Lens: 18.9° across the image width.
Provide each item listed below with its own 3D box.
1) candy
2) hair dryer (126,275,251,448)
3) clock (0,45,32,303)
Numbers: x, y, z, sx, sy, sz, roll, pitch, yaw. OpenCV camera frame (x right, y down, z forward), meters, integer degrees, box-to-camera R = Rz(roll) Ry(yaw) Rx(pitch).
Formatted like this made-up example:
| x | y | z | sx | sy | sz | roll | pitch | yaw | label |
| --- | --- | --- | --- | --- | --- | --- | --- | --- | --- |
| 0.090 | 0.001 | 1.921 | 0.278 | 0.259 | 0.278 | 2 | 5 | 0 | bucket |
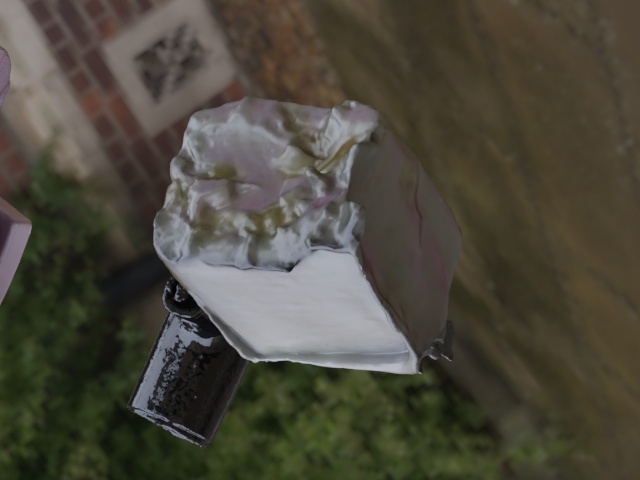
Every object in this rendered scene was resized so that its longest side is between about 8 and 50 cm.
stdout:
| x | y | z | sx | sy | sz | roll | pitch | yaw | label |
| --- | --- | --- | --- | --- | --- | --- | --- | --- | --- |
| 0.000 | 0.000 | 1.381 | 0.185 | 0.137 | 0.195 | 1 | 147 | 31 | candy |
| -0.103 | 0.063 | 1.628 | 0.089 | 0.197 | 0.251 | 24 | 171 | 9 | hair dryer |
| -0.281 | -0.007 | 1.024 | 0.080 | 0.290 | 0.275 | 31 | 173 | 37 | clock |
